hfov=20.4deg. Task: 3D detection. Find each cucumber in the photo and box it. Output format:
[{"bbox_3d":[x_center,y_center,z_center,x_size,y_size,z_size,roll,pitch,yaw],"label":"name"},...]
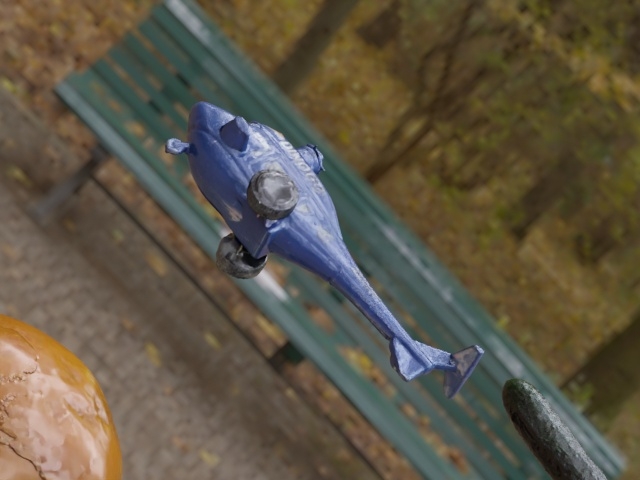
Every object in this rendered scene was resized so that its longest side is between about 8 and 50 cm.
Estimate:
[{"bbox_3d":[0.163,0.145,1.207,0.133,0.032,0.032,55,13,25],"label":"cucumber"}]

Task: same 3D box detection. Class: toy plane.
[{"bbox_3d":[0.000,0.000,0.747,0.062,0.054,0.167,-28,69,-37],"label":"toy plane"}]

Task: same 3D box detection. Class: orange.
[{"bbox_3d":[-0.255,0.164,1.241,0.240,0.240,0.240,45,10,-10],"label":"orange"}]
